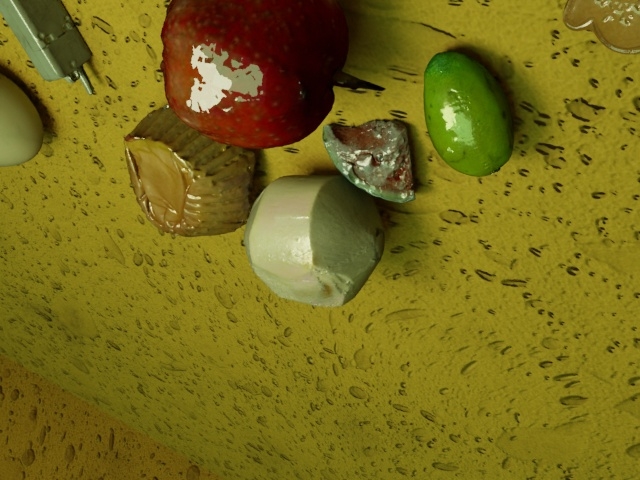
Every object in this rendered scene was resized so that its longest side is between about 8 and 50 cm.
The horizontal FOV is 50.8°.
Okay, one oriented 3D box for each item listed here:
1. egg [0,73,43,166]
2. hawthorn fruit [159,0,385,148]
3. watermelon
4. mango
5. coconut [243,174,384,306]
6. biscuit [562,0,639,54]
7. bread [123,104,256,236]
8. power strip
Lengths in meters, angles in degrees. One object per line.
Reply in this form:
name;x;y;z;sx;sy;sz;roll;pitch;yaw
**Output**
egg;-0.681;-0.250;1.367;0.241;0.186;0.186;32;142;-6
hawthorn fruit;-0.060;-0.236;0.901;0.300;0.254;0.254;16;141;-1
watermelon;0.082;-0.131;1.037;0.187;0.071;0.139;35;138;0
mango;0.190;-0.164;0.895;0.119;0.100;0.178;-7;119;43
coconut;-0.001;-0.003;1.113;0.241;0.241;0.241;20;140;18
biscuit;0.326;-0.266;0.748;0.118;0.023;0.140;-17;120;45
bread;-0.243;-0.114;1.226;0.274;0.149;0.274;22;136;23
power strip;-0.481;-0.375;1.165;0.053;0.093;0.288;0;130;32
